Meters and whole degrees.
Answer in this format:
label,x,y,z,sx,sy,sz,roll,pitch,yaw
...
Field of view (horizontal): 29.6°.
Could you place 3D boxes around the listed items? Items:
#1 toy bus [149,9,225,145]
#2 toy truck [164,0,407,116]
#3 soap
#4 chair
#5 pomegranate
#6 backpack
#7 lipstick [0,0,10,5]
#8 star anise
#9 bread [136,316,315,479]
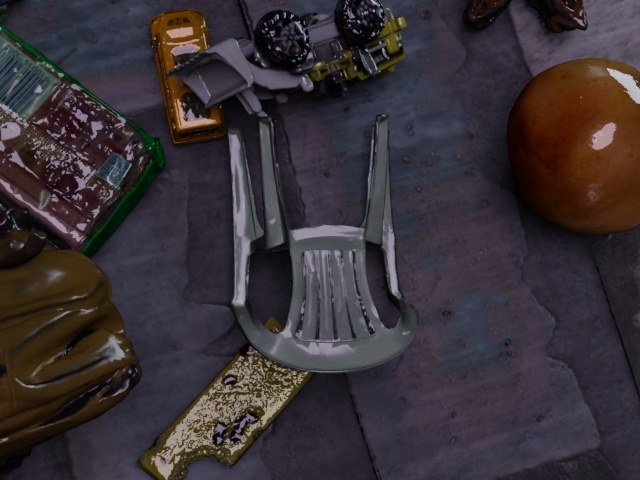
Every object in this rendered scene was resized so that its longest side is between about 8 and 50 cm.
label,x,y,z,sx,sy,sz,roll,pitch,yaw
toy bus,-0.157,-0.199,1.423,0.069,0.074,0.162,-11,81,-7
toy truck,-0.029,-0.205,1.381,0.286,0.136,0.111,-22,94,-33
soap,-0.326,-0.121,1.376,0.273,0.098,0.218,37,77,2
chair,0.000,0.000,1.341,0.203,0.190,0.275,-4,91,-8
pomegranate,0.312,-0.113,1.398,0.209,0.209,0.209,1,78,-6
backpack,-0.365,0.146,1.164,0.378,0.353,0.201,-21,77,-51
lipstick,-0.484,-0.267,1.408,0.274,0.061,0.068,-21,80,-7
star anise,0.255,-0.344,1.496,0.220,0.099,0.214,45,91,-1
bread,-0.100,0.193,1.360,0.088,0.049,0.226,41,77,3
